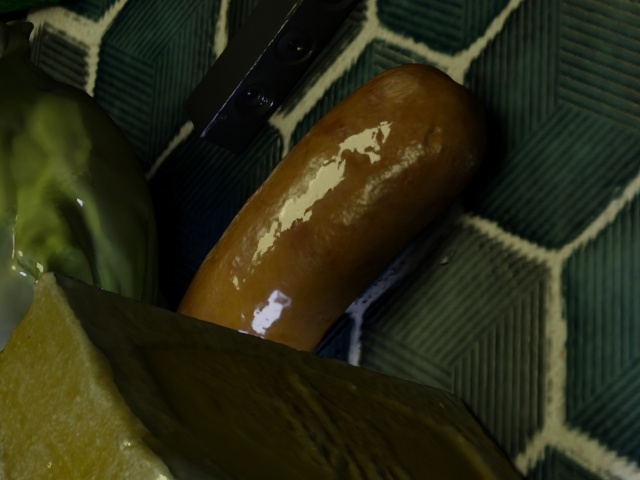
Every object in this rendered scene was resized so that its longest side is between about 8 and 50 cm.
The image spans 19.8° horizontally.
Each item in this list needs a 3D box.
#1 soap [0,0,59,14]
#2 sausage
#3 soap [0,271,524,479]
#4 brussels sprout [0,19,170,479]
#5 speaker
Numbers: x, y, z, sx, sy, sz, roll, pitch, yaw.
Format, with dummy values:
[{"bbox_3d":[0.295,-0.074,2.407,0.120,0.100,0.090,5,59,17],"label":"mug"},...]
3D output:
[{"bbox_3d":[-0.326,-0.273,1.635,0.273,0.098,0.218,-6,78,40],"label":"soap"},{"bbox_3d":[-0.001,-0.002,1.174,0.270,0.109,0.109,-49,43,19],"label":"sausage"},{"bbox_3d":[-0.014,0.132,0.964,0.091,0.315,0.199,-57,40,15],"label":"soap"},{"bbox_3d":[-0.270,0.036,1.295,0.361,0.342,0.425,-72,-20,-69],"label":"brussels sprout"},{"bbox_3d":[-0.025,-0.150,1.310,0.191,0.040,0.046,-51,41,22],"label":"speaker"}]
